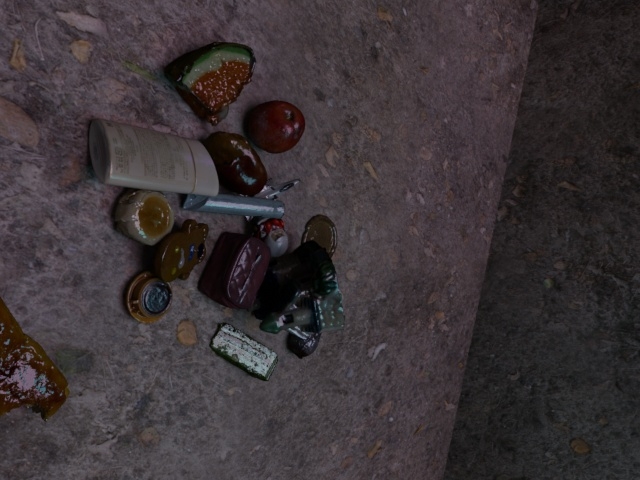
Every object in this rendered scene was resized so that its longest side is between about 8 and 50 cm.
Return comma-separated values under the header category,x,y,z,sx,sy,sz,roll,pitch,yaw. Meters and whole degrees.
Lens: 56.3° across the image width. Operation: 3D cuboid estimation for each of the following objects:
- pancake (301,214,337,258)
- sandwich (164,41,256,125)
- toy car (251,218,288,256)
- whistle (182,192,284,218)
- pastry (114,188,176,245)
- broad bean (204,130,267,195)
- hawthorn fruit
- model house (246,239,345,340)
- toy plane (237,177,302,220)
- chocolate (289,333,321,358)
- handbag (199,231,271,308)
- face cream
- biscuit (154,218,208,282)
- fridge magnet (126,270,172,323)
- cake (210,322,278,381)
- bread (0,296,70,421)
category,x,y,z,sx,sy,sz,roll,pitch,yaw
pancake,-0.001,0.000,2.173,0.199,0.021,0.199,-8,100,-50
sandwich,-0.300,-0.450,1.670,0.292,0.109,0.212,-53,139,-29
toy car,-0.152,0.004,1.881,0.112,0.112,0.139,-17,141,-43
whistle,-0.250,-0.104,1.751,0.312,0.062,0.062,5,92,-35
pastry,-0.453,-0.067,1.550,0.166,0.088,0.166,-13,107,-53
broad bean,-0.244,-0.220,1.729,0.228,0.156,0.122,53,51,-48
hawthorn fruit,-0.131,-0.349,1.839,0.173,0.173,0.173,-11,104,-50
model house,-0.095,0.168,1.872,0.284,0.298,0.243,-17,111,-10
toy plane,-0.166,-0.144,1.897,0.234,0.082,0.160,-34,113,-30
chocolate,-0.028,0.300,2.124,0.248,0.110,0.110,-60,136,-26
handbag,-0.248,0.089,1.790,0.146,0.135,0.225,44,61,-49
face cream,-0.419,-0.208,1.551,0.348,0.081,0.174,2,67,-52
biscuit,-0.374,0.032,1.634,0.236,0.039,0.180,-37,141,-63
fridge magnet,-0.453,0.152,1.601,0.143,0.063,0.143,-6,98,-49
cake,-0.257,0.350,1.903,0.235,0.099,0.100,37,67,-25
bread,-0.699,0.264,1.279,0.185,0.109,0.380,-50,133,-35
